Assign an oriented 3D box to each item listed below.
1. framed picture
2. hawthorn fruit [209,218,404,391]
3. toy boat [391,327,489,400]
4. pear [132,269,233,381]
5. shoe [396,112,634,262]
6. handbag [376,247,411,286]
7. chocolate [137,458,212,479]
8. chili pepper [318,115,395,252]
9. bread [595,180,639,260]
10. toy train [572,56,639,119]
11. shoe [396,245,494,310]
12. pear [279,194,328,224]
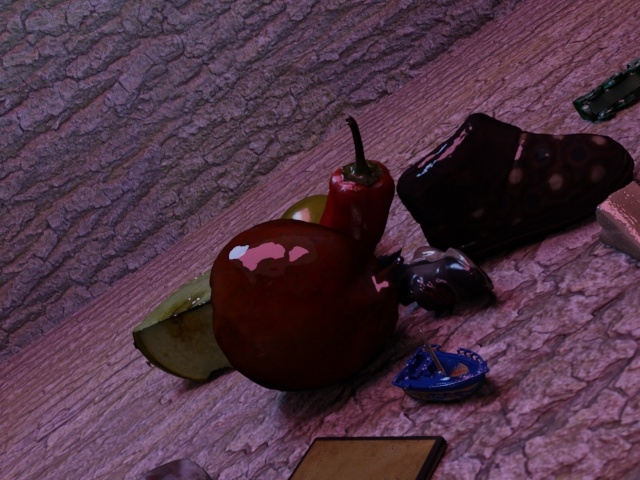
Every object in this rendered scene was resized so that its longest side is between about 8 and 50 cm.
[{"bbox_3d":[-0.007,0.377,0.900,0.255,0.014,0.339,-17,24,46],"label":"framed picture"},{"bbox_3d":[-0.029,0.109,1.227,0.324,0.309,0.308,4,24,5],"label":"hawthorn fruit"},{"bbox_3d":[0.161,0.168,0.994,0.091,0.110,0.175,-45,21,-30],"label":"toy boat"},{"bbox_3d":[-0.240,0.175,1.642,0.286,0.176,0.282,-23,18,22],"label":"pear"},{"bbox_3d":[0.325,-0.120,1.251,0.383,0.237,0.171,-26,19,28],"label":"shoe"},{"bbox_3d":[0.064,0.106,1.432,0.229,0.062,0.179,-24,19,31],"label":"handbag"},{"bbox_3d":[-0.249,0.426,1.115,0.157,0.080,0.254,-36,17,-5],"label":"chocolate"},{"bbox_3d":[0.075,-0.081,1.335,0.134,0.131,0.338,-58,-12,-55],"label":"chili pepper"},{"bbox_3d":[0.471,-0.001,1.020,0.077,0.105,0.152,-33,48,4],"label":"bread"},{"bbox_3d":[0.634,-0.322,1.524,0.178,0.071,0.104,-33,6,9],"label":"toy train"},{"bbox_3d":[0.202,0.076,1.215,0.112,0.099,0.227,-44,14,-9],"label":"shoe"},{"bbox_3d":[0.000,0.000,1.602,0.212,0.212,0.269,-28,6,22],"label":"pear"}]
